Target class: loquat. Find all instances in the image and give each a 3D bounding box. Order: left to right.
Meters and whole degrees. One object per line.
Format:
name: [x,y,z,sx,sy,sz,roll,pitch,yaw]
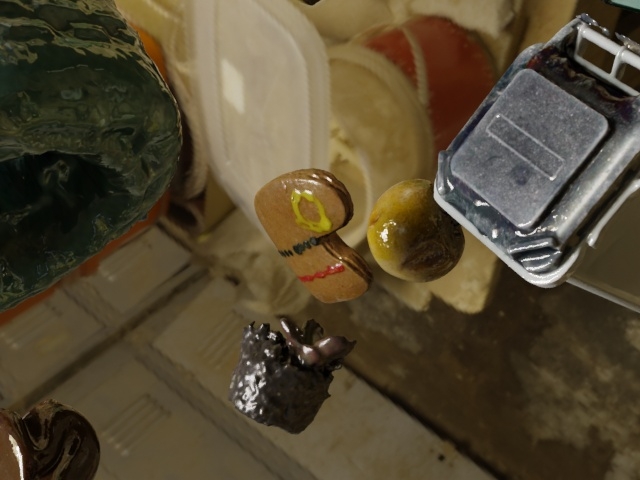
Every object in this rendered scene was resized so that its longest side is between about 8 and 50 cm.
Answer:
loquat: [0.197,-0.014,2.015,0.213,0.213,0.213,30,139,30]

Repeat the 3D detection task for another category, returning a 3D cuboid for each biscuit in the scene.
biscuit: [-0.001,0.001,1.780,0.262,0.052,0.277,-6,121,55]

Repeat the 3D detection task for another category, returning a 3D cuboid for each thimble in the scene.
thimble: [-0.191,-0.045,0.447,0.143,0.235,0.198,57,171,16]

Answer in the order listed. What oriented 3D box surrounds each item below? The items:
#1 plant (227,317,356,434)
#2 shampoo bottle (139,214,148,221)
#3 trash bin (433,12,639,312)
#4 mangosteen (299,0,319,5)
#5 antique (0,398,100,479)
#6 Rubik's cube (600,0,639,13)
plant: [-0.067,0.247,1.909,0.178,0.234,0.204,23,-176,-27]
shampoo bottle: [-0.463,-0.071,1.888,0.061,0.258,0.104,115,146,-72]
trash bin: [0.367,-0.073,1.285,0.367,0.296,0.256,26,-167,-44]
mangosteen: [-0.001,-0.557,1.800,0.287,0.233,0.288,1,119,1]
antique: [-0.340,0.328,1.312,0.257,0.143,0.121,53,124,30]
Rubik's cube: [0.501,-0.411,1.334,0.180,0.167,0.183,16,159,-6]
